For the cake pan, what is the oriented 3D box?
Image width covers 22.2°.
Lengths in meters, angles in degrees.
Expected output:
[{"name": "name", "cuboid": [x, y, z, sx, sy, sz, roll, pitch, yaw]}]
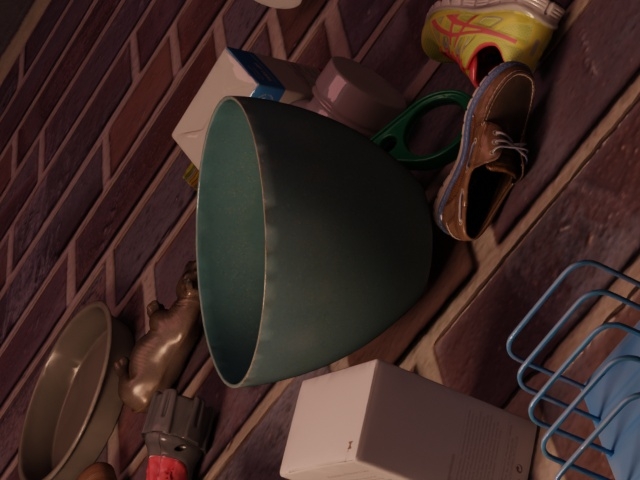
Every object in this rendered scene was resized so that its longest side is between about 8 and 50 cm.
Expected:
[{"name": "cake pan", "cuboid": [-0.357, 0.233, 2.398, 0.293, 0.054, 0.293, -47, 30, 37]}]

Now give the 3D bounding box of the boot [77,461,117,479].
[{"name": "boot", "cuboid": [-0.323, 0.405, 2.151, 0.197, 0.073, 0.152, -57, 29, 27]}]

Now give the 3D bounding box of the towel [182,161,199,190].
[{"name": "towel", "cuboid": [-0.137, -0.099, 2.290, 0.102, 0.021, 0.237, -64, 24, 7]}]

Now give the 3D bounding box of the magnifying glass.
[{"name": "magnifying glass", "cuboid": [0.067, -0.096, 1.742, 0.231, 0.026, 0.092, -19, 48, 24]}]

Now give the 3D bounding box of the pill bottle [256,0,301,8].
[{"name": "pill bottle", "cuboid": [-0.040, -0.435, 2.280, 0.118, 0.118, 0.208, -18, 52, 59]}]

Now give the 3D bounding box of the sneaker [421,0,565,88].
[{"name": "sneaker", "cuboid": [0.162, -0.199, 1.684, 0.208, 0.081, 0.094, -4, 67, 63]}]

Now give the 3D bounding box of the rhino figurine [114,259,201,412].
[{"name": "rhino figurine", "cuboid": [-0.197, 0.122, 2.147, 0.243, 0.073, 0.106, -62, 20, 7]}]

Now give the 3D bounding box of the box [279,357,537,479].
[{"name": "box", "cuboid": [0.075, 0.179, 1.397, 0.130, 0.170, 0.091, -22, 48, 57]}]

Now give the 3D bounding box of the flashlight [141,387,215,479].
[{"name": "flashlight", "cuboid": [-0.202, 0.327, 1.926, 0.103, 0.103, 0.304, -25, 47, 58]}]

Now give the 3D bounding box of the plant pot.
[{"name": "plant pot", "cuboid": [0.000, 0.000, 1.647, 0.290, 0.196, 0.290, 179, 90, -73]}]

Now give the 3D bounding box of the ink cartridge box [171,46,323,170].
[{"name": "ink cartridge box", "cuboid": [-0.048, -0.140, 1.951, 0.078, 0.231, 0.134, 49, 117, 33]}]

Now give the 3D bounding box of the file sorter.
[{"name": "file sorter", "cuboid": [0.223, 0.113, 1.235, 0.118, 0.104, 0.170, -53, 26, 26]}]

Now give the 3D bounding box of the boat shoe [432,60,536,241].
[{"name": "boat shoe", "cuboid": [0.172, -0.082, 1.585, 0.066, 0.066, 0.183, 42, 117, 60]}]

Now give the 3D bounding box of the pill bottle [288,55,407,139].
[{"name": "pill bottle", "cuboid": [-0.004, -0.088, 1.862, 0.229, 0.131, 0.131, -56, 25, 21]}]
